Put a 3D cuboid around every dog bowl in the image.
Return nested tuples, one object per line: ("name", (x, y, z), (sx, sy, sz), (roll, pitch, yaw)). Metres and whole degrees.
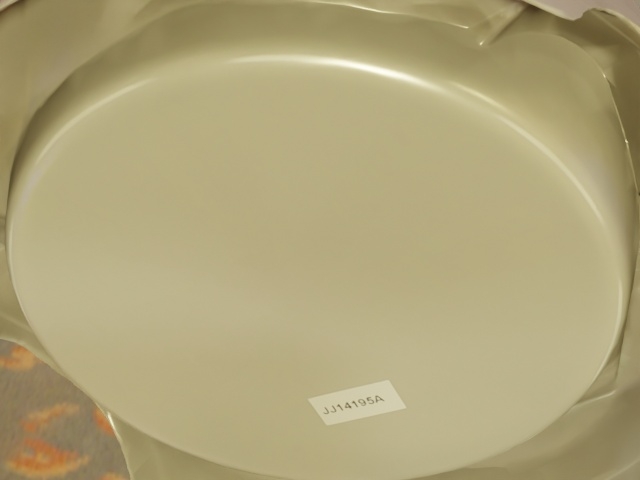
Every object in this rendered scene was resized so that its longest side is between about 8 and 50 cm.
("dog bowl", (0.000, 0.000, 0.560), (0.349, 0.102, 0.349), (5, 135, 5))
